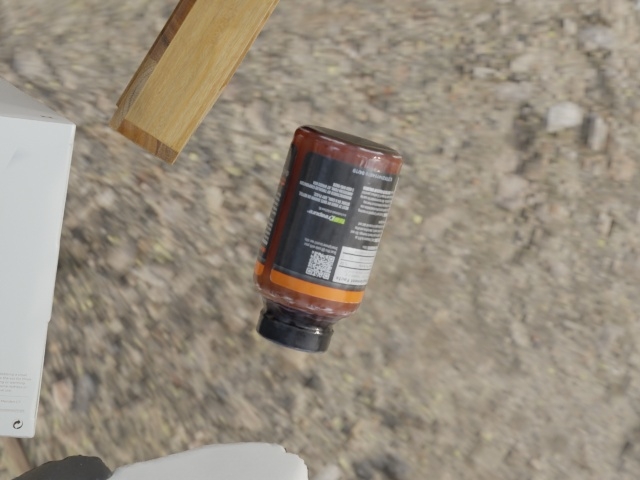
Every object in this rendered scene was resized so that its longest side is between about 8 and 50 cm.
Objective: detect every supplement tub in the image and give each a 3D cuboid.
[{"bbox_3d":[0.000,0.000,1.532,0.106,0.106,0.198,15,98,-15],"label":"supplement tub"}]

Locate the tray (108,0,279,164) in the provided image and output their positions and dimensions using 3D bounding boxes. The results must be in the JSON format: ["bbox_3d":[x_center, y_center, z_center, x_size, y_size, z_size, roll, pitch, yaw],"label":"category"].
[{"bbox_3d":[-0.095,-0.214,1.628,0.076,0.411,0.203,32,103,-6],"label":"tray"}]

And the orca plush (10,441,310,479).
[{"bbox_3d":[-0.107,0.198,0.759,0.151,0.287,0.102,19,124,16],"label":"orca plush"}]

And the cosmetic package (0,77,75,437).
[{"bbox_3d":[-0.335,-0.005,1.603,0.097,0.377,0.284,8,98,-23],"label":"cosmetic package"}]
